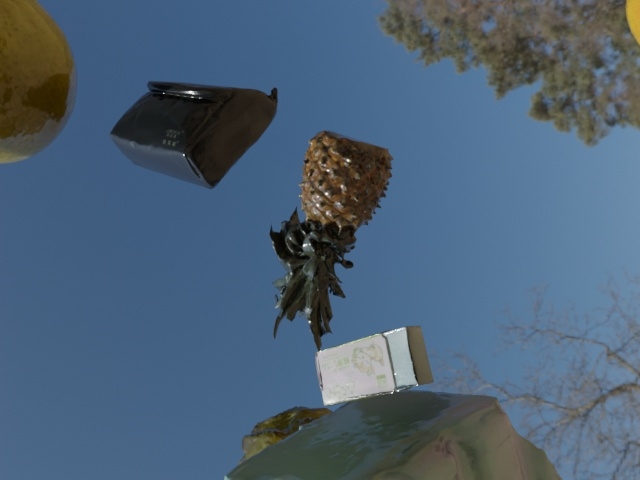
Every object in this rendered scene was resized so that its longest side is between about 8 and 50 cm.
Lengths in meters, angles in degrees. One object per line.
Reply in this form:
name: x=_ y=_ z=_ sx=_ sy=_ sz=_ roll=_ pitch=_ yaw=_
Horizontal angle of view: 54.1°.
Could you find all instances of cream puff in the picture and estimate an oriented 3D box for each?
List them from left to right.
cream puff: x=-0.030 y=0.365 z=0.934 sx=0.196 sy=0.244 sz=0.244 roll=-10 pitch=-78 yaw=-4

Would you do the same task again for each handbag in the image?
handbag: x=-0.274 y=-0.269 z=1.350 sx=0.275 sy=0.301 sz=0.178 roll=-56 pitch=-43 yaw=-19

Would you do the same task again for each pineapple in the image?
pineapple: x=-0.003 y=-0.001 z=1.060 sx=0.165 sy=0.165 sz=0.365 roll=12 pitch=-77 yaw=-45

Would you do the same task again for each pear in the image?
pear: x=-0.660 y=-0.330 z=1.219 sx=0.362 sy=0.418 sz=0.363 roll=-7 pitch=-59 yaw=-11

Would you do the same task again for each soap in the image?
soap: x=0.112 y=0.352 z=0.505 sx=0.261 sy=0.156 sz=0.447 roll=-19 pitch=-86 yaw=-39

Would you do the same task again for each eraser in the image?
eraser: x=0.032 y=0.081 z=0.400 sx=0.019 sy=0.083 sz=0.038 roll=7 pitch=-113 yaw=-43

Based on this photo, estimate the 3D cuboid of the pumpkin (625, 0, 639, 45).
pumpkin: x=0.531 y=-0.243 z=0.791 sx=0.139 sy=0.221 sz=0.317 roll=-37 pitch=-60 yaw=-10
